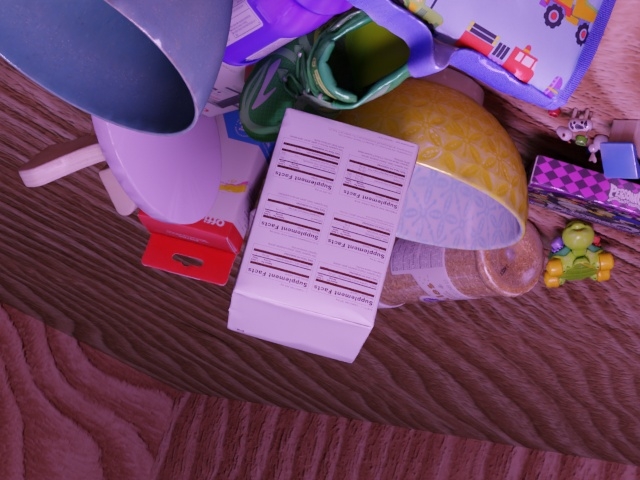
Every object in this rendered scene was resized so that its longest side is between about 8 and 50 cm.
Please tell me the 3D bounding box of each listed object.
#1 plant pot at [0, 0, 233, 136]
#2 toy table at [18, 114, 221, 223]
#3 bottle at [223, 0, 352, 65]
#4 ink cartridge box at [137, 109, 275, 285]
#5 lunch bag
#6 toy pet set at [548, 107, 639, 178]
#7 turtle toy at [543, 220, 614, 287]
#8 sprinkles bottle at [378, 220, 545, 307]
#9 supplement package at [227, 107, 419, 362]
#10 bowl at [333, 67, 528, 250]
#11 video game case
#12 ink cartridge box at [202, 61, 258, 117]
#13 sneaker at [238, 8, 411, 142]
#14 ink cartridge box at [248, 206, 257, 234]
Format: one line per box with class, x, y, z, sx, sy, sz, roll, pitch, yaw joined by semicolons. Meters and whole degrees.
plant pot;-0.198;-0.266;1.527;0.290;0.195;0.290;27;160;10
toy table;-0.251;-0.148;1.997;0.160;0.252;0.274;2;113;41
bottle;-0.027;-0.254;1.566;0.092;0.118;0.283;52;156;-11
ink cartridge box;-0.160;-0.068;2.136;0.134;0.231;0.078;14;164;12
lunch bag;0.122;-0.246;1.105;0.221;0.293;0.138;27;162;-30
toy pet set;0.328;-0.099;1.811;0.114;0.065;0.122;5;160;39
turtle toy;0.357;0.017;2.174;0.095;0.066;0.130;-7;160;1
sprinkles bottle;0.177;0.033;2.328;0.121;0.121;0.355;26;162;-28
supplement package;0.000;0.000;1.663;0.149;0.203;0.194;16;165;-1
bowl;0.117;-0.113;1.822;0.289;0.156;0.289;16;164;5
video game case;0.362;-0.045;1.933;0.232;0.042;0.210;17;176;2
ink cartridge box;-0.128;-0.227;1.824;0.158;0.092;0.218;27;164;-29
sneaker;0.012;-0.185;1.636;0.295;0.109;0.123;-25;-179;36
ink cartridge box;-0.021;-0.021;2.254;0.069;0.175;0.371;48;167;11
